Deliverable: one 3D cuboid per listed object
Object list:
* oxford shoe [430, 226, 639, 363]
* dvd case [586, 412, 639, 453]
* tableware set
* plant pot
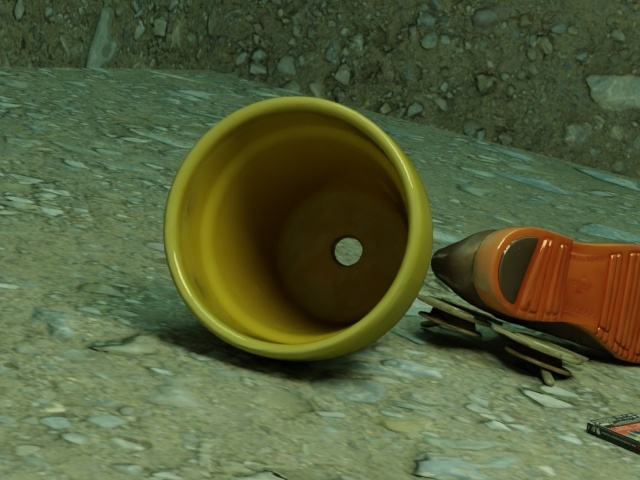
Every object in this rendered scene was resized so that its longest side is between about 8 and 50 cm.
[{"bbox_3d":[0.286,0.055,1.865,0.364,0.129,0.133,21,-10,-36],"label":"oxford shoe"},{"bbox_3d":[0.324,0.192,1.549,0.119,0.013,0.087,19,13,39],"label":"dvd case"},{"bbox_3d":[0.187,0.109,1.772,0.194,0.039,0.128,23,3,24],"label":"tableware set"},{"bbox_3d":[0.000,0.000,1.647,0.254,0.254,0.239,15,-3,17],"label":"plant pot"}]
